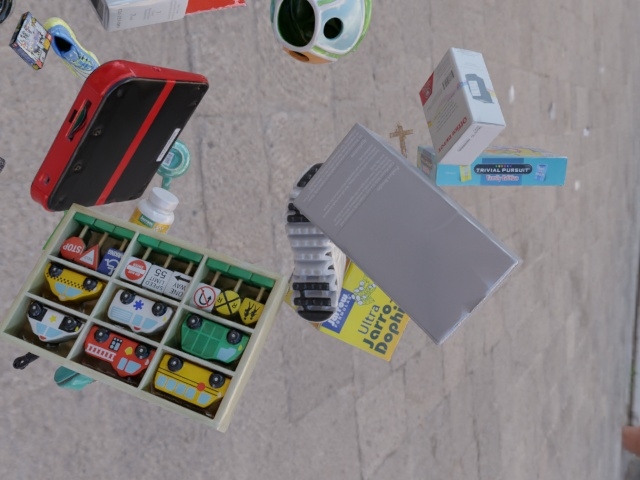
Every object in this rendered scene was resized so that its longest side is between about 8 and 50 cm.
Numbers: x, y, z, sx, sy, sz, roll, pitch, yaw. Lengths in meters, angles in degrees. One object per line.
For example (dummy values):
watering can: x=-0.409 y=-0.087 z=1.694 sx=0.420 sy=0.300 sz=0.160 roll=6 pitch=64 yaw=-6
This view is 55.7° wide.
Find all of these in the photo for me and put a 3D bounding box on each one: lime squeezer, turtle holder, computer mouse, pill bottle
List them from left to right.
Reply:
computer mouse: x=-0.740 y=0.219 z=1.532 sx=0.042 sy=0.106 sz=0.193 roll=26 pitch=37 yaw=-49
lime squeezer: x=-0.663 y=-0.119 z=1.636 sx=0.059 sy=0.110 sz=0.310 roll=22 pitch=68 yaw=-31
pill bottle: x=-0.517 y=-0.053 z=1.835 sx=0.208 sy=0.117 sz=0.118 roll=-55 pitch=152 yaw=16
turtle holder: x=0.006 y=-0.570 z=1.439 sx=0.243 sy=0.320 sz=0.227 roll=41 pitch=40 yaw=0

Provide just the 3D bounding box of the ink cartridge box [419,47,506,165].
ink cartridge box: x=0.256 y=-0.242 z=1.117 sx=0.072 sy=0.127 sz=0.175 roll=3 pitch=61 yaw=-21

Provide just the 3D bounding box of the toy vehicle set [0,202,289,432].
toy vehicle set: x=-0.187 y=0.074 z=0.642 sx=0.035 sy=0.267 sz=0.166 roll=74 pitch=36 yaw=-66

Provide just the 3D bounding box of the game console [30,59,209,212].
game console: x=-0.447 y=-0.228 z=1.368 sx=0.386 sy=0.060 sz=0.342 roll=-50 pitch=169 yaw=23

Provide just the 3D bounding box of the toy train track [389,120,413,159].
toy train track: x=0.159 y=-0.190 z=1.180 sx=0.014 sy=0.048 sz=0.083 roll=-43 pitch=123 yaw=-66

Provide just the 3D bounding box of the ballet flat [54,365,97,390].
ballet flat: x=-0.551 y=0.304 z=1.521 sx=0.087 sy=0.247 sz=0.083 roll=43 pitch=21 yaw=-47

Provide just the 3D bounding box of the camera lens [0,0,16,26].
camera lens: x=-0.950 y=-0.710 z=1.640 sx=0.219 sy=0.219 sz=0.274 roll=49 pitch=7 yaw=-47

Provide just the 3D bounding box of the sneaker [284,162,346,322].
sneaker: x=0.000 y=0.000 z=1.132 sx=0.118 sy=0.110 sz=0.292 roll=-26 pitch=121 yaw=-68

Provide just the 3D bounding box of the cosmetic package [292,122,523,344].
cosmetic package: x=0.099 y=-0.010 z=0.692 sx=0.127 sy=0.238 sz=0.107 roll=-48 pitch=166 yaw=15

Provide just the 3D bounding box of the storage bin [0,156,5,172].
storage bin: x=-0.867 y=-0.153 z=1.461 sx=0.180 sy=0.122 sz=0.084 roll=-58 pitch=146 yaw=-9

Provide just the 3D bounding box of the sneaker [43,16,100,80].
sneaker: x=-0.755 y=-0.556 z=1.853 sx=0.240 sy=0.091 sz=0.126 roll=53 pitch=8 yaw=-43

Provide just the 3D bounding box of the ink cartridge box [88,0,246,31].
ink cartridge box: x=-0.268 y=-0.456 z=0.915 sx=0.239 sy=0.060 sz=0.275 roll=-24 pitch=77 yaw=-30

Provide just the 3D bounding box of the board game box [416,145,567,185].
board game box: x=0.455 y=-0.209 z=1.658 sx=0.254 sy=0.336 sz=0.079 roll=-101 pitch=-169 yaw=-74

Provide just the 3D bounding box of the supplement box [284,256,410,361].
supplement box: x=0.064 y=0.128 z=1.488 sx=0.195 sy=0.356 sz=0.194 roll=26 pitch=88 yaw=-18

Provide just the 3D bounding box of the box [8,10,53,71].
box: x=-0.775 y=-0.535 z=1.627 sx=0.094 sy=0.027 sz=0.137 roll=54 pitch=27 yaw=-50

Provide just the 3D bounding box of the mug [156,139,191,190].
mug: x=-0.471 y=-0.249 z=1.925 sx=0.130 sy=0.097 sz=0.157 roll=-24 pitch=104 yaw=-12
